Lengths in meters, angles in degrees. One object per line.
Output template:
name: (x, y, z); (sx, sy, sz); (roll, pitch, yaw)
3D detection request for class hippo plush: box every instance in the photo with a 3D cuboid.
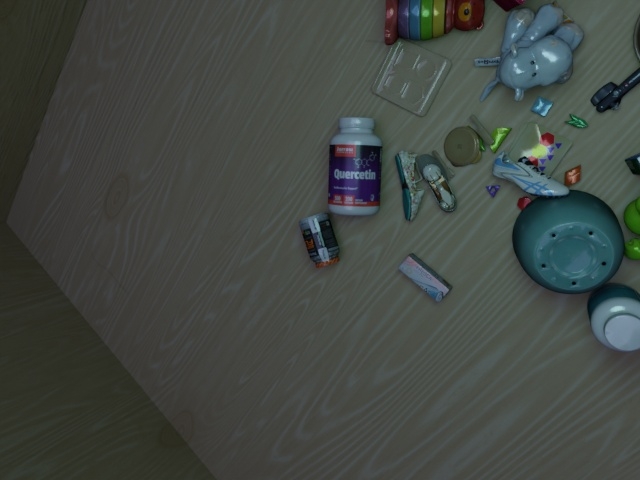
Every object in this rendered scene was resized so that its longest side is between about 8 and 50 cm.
hippo plush: (0.562, -0.515, 1.270); (0.294, 0.236, 0.234); (-6, 110, 27)

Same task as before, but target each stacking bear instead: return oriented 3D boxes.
stacking bear: (0.353, -0.696, 1.423); (0.289, 0.164, 0.175); (5, 112, 15)

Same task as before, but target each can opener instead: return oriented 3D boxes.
can opener: (0.825, -0.420, 1.253); (0.073, 0.059, 0.186); (52, 137, 7)

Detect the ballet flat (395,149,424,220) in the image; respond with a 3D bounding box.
ballet flat: (0.310, -0.187, 1.567); (0.077, 0.091, 0.240); (-11, 98, -4)

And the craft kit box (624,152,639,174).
craft kit box: (0.912, -0.241, 1.151); (0.247, 0.250, 0.061); (-31, 83, 28)

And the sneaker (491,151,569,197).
sneaker: (0.606, -0.189, 1.346); (0.237, 0.085, 0.086); (37, 131, 40)

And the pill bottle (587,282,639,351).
pill bottle: (0.812, 0.211, 1.261); (0.146, 0.264, 0.146); (4, 99, 27)

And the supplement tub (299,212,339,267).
supplement tub: (0.000, 0.000, 1.729); (0.117, 0.117, 0.190); (-19, 88, 28)

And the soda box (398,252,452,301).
soda box: (0.359, 0.126, 1.597); (0.183, 0.058, 0.063); (42, 113, 17)

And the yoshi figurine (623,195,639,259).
yoshi figurine: (0.944, 0.015, 1.246); (0.362, 0.204, 0.203); (58, 153, -6)

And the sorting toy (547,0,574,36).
sorting toy: (0.668, -0.633, 1.340); (0.083, 0.045, 0.075); (55, 136, 10)

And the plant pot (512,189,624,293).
plant pot: (0.689, 0.016, 1.294); (0.293, 0.235, 0.292); (5, 104, 22)

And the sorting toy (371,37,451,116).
sorting toy: (0.300, -0.541, 1.542); (0.208, 0.038, 0.193); (32, 111, 15)

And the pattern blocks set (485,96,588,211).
pattern blocks set: (0.645, -0.250, 1.411); (0.285, 0.026, 0.324); (43, 114, 15)

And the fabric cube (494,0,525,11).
fabric cube: (0.519, -0.802, 1.225); (0.254, 0.258, 0.259); (42, 115, -4)

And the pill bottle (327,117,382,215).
pill bottle: (0.118, -0.251, 1.593); (0.182, 0.181, 0.322); (6, 101, 26)

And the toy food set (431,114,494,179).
toy food set: (0.459, -0.299, 1.495); (0.192, 0.039, 0.132); (-43, 71, 41)

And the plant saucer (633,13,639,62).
plant saucer: (0.968, -0.543, 1.194); (0.278, 0.041, 0.277); (5, 100, 27)

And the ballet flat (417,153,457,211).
ballet flat: (0.386, -0.189, 1.515); (0.072, 0.068, 0.213); (-28, 92, 13)
